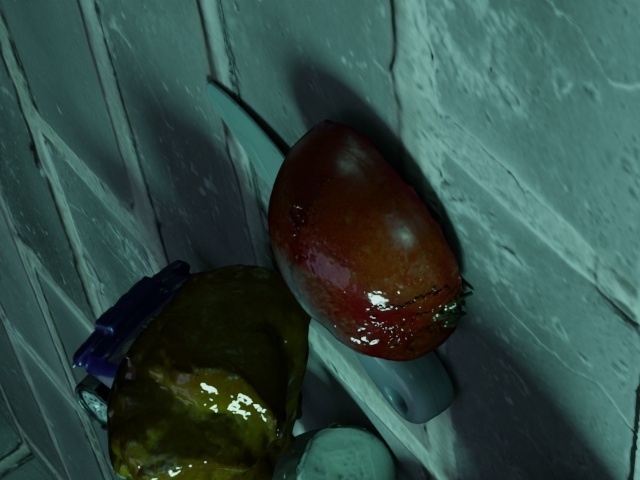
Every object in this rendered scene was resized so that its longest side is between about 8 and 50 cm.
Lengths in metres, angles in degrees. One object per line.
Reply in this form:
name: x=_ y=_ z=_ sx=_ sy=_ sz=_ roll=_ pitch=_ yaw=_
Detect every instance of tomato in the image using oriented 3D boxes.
tomato: x=0.019 y=0.012 z=1.367 sx=0.173 sy=0.099 sz=0.189 roll=47 pitch=162 yaw=19

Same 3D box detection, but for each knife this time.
knife: x=0.001 y=0.000 z=1.510 sx=0.331 sy=0.044 sz=0.080 roll=56 pitch=164 yaw=9

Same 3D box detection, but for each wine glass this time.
wine glass: x=-0.002 y=0.237 z=1.806 sx=0.111 sy=0.111 sz=0.204 roll=55 pitch=159 yaw=3

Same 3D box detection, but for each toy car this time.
toy car: x=-0.117 y=0.155 z=1.893 sx=0.158 sy=0.172 sz=0.235 roll=13 pitch=140 yaw=51

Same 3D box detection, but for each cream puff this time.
cream puff: x=-0.096 y=0.138 z=1.664 sx=0.154 sy=0.269 sz=0.241 roll=14 pitch=119 yaw=6
